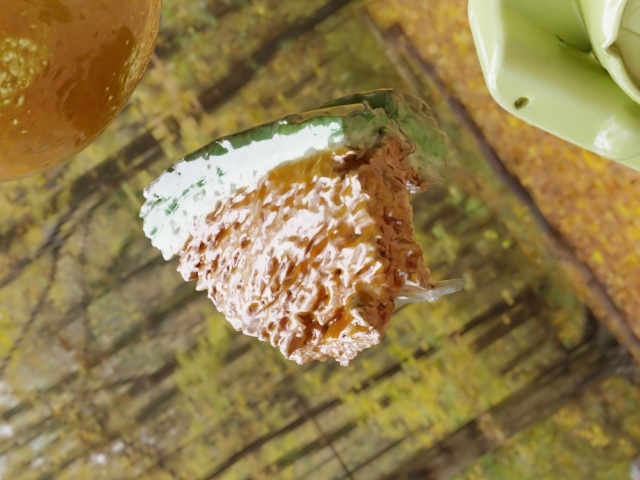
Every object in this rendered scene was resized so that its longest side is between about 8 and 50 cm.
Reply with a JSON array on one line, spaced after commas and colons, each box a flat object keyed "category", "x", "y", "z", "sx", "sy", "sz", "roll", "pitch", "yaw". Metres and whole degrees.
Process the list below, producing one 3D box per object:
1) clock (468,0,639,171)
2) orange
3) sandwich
[{"category": "clock", "x": 0.185, "y": -0.122, "z": 0.613, "sx": 0.170, "sy": 0.232, "sz": 0.069, "roll": 19, "pitch": -135, "yaw": -28}, {"category": "orange", "x": -0.178, "y": -0.117, "z": 0.774, "sx": 0.158, "sy": 0.179, "sz": 0.237, "roll": 46, "pitch": -153, "yaw": 25}, {"category": "sandwich", "x": -0.007, "y": 0.002, "z": 0.869, "sx": 0.109, "sy": 0.184, "sz": 0.160, "roll": 5, "pitch": -112, "yaw": -48}]
